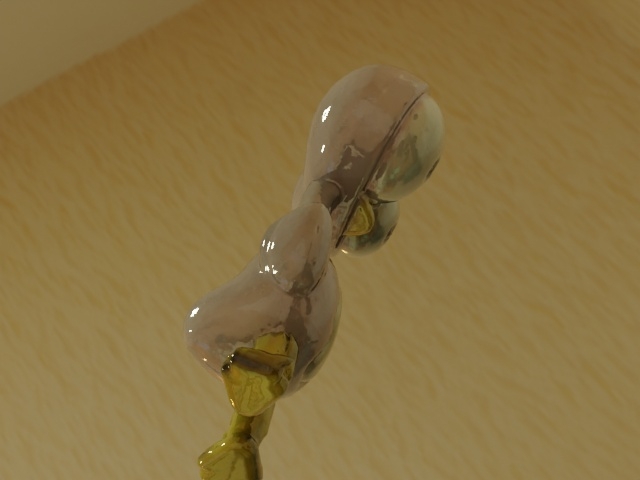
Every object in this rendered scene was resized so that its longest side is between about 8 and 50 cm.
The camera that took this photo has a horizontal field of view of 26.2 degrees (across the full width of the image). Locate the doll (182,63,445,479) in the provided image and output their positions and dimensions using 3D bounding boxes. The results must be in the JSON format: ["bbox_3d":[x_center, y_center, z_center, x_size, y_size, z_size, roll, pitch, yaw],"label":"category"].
[{"bbox_3d":[-0.001,-0.001,0.926,0.365,0.094,0.160,-57,-11,-48],"label":"doll"}]
